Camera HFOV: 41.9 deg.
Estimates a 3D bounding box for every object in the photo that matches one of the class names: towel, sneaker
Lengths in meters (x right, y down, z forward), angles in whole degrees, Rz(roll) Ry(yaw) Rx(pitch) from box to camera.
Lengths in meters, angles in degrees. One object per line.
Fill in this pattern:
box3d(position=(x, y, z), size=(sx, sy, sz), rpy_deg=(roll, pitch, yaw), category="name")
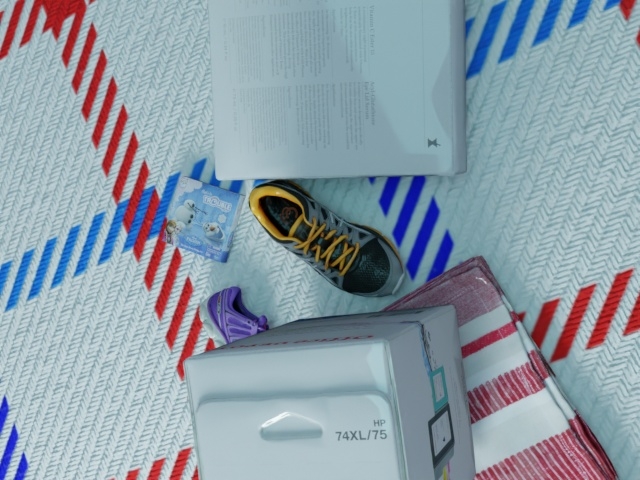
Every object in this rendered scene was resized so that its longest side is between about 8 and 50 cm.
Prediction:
box3d(position=(0.164, 0.213, 0.941), size=(0.237, 0.037, 0.329), rpy_deg=(-34, 78, 17), category="towel")
box3d(position=(-0.084, 0.130, 1.016), size=(0.071, 0.068, 0.170), rpy_deg=(-35, 77, 10), category="sneaker")
box3d(position=(0.000, 0.000, 0.979), size=(0.214, 0.083, 0.084), rpy_deg=(31, 97, 16), category="sneaker")

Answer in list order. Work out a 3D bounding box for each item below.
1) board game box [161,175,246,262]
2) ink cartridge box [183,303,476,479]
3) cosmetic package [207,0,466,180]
box3d(position=(-0.150, -0.028, 1.065), size=(0.090, 0.020, 0.090), rpy_deg=(18, 94, 19), category="board game box")
box3d(position=(0.024, 0.181, 0.831), size=(0.198, 0.270, 0.197), rpy_deg=(-8, 89, 21), category="ink cartridge box")
box3d(position=(0.018, -0.259, 0.950), size=(0.284, 0.097, 0.378), rpy_deg=(1, 97, 21), category="cosmetic package")
